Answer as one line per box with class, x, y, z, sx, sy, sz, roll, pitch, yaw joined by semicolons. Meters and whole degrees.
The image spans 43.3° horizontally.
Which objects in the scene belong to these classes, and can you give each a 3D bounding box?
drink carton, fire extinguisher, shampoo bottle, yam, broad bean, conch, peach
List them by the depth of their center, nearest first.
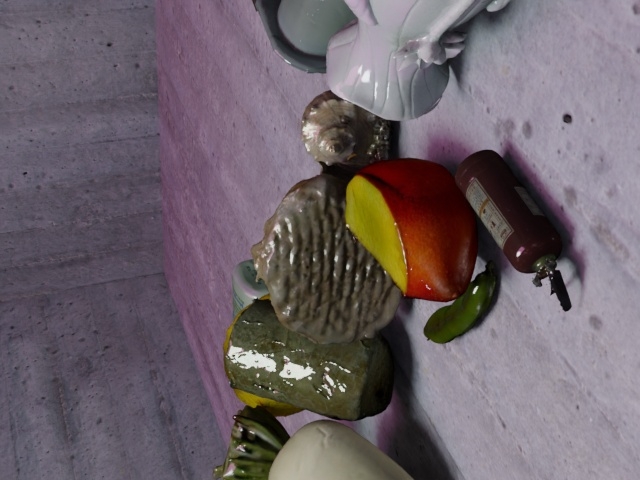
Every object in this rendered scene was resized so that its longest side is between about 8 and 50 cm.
fire extinguisher;0.259;-0.011;1.046;0.231;0.071;0.099;63;-178;36
peach;0.148;-0.031;1.186;0.267;0.159;0.154;-126;21;-54
broad bean;0.214;0.113;1.244;0.254;0.046;0.065;119;144;-58
drink carton;0.022;-0.410;1.358;0.189;0.185;0.191;-54;47;48
conch;0.045;-0.192;1.416;0.245;0.163;0.178;-77;9;-57
yam;-0.009;0.229;1.538;0.300;0.195;0.195;12;120;21
shampoo bottle;-0.156;0.229;2.155;0.222;0.151;0.349;48;143;46

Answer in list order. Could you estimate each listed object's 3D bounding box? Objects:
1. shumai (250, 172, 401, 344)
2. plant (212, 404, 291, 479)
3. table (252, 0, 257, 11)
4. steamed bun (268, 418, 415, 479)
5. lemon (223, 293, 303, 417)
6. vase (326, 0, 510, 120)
shumai;0.000;0.000;1.462;0.262;0.267;0.314;-126;20;-62
plant;-0.049;0.443;1.678;0.251;0.334;0.180;33;-119;-77
table;-0.044;-0.509;1.498;0.175;0.146;0.062;115;140;-57
steamed bun;0.036;0.493;1.473;0.312;0.233;0.334;36;158;20
lemon;-0.085;0.250;1.796;0.322;0.268;0.268;97;155;-55
vase;0.129;-0.345;1.008;0.445;0.250;0.250;108;146;-61
